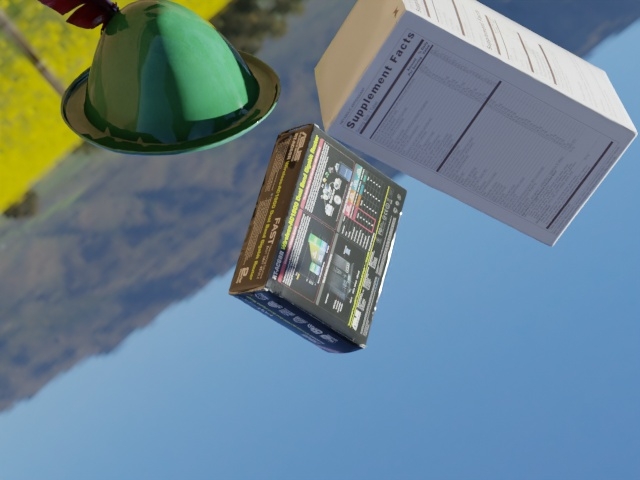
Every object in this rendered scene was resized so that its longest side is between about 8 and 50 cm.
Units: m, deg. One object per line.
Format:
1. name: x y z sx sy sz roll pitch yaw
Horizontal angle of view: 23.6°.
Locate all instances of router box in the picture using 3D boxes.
1. router box: 0.000 0.000 0.993 0.038 0.092 0.122 -12 -127 46

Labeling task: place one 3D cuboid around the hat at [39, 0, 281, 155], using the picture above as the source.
1. hat: -0.128 -0.181 1.173 0.173 0.183 0.208 13 -144 21

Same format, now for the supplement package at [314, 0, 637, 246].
1. supplement package: 0.134 -0.126 1.372 0.139 0.244 0.134 -55 -159 24
